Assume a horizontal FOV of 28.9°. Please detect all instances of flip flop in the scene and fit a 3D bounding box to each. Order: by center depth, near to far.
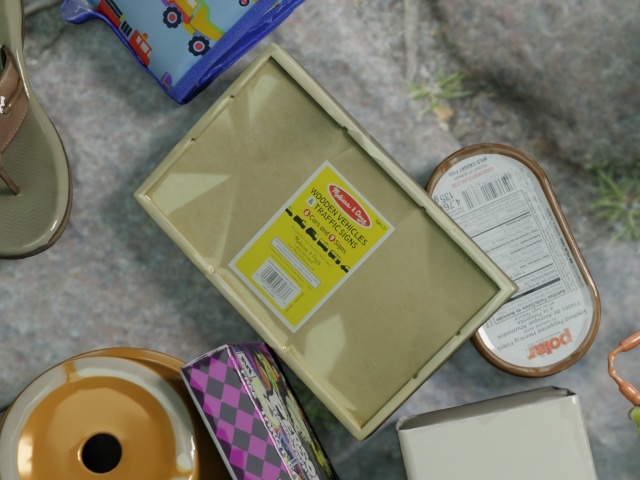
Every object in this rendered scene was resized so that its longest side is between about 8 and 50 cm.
[{"bbox_3d":[-0.272,-0.119,0.986,0.112,0.080,0.277,-11,85,5],"label":"flip flop"}]

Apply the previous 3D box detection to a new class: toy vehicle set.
[{"bbox_3d":[0.000,0.000,0.952,0.166,0.035,0.267,-45,79,10],"label":"toy vehicle set"}]

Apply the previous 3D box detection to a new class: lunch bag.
[{"bbox_3d":[-0.094,-0.266,0.965,0.293,0.138,0.221,-41,86,11],"label":"lunch bag"}]

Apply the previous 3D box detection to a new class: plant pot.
[{"bbox_3d":[-0.147,0.164,0.875,0.205,0.188,0.205,1,72,-3],"label":"plant pot"}]

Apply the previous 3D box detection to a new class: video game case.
[{"bbox_3d":[-0.013,0.181,0.874,0.042,0.210,0.232,-28,83,2],"label":"video game case"}]

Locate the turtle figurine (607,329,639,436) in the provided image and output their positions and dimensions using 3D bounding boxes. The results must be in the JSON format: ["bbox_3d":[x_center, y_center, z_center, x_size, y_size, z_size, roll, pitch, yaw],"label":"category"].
[{"bbox_3d":[0.347,0.138,0.856,0.270,0.087,0.217,-9,81,8],"label":"turtle figurine"}]

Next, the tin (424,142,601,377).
[{"bbox_3d":[0.145,0.015,0.958,0.106,0.040,0.189,-24,84,8],"label":"tin"}]

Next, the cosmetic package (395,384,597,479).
[{"bbox_3d":[0.146,0.262,0.882,0.129,0.153,0.296,-12,84,4],"label":"cosmetic package"}]

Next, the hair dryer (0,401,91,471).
[{"bbox_3d":[-0.216,0.291,0.953,0.223,0.080,0.293,-44,83,1],"label":"hair dryer"}]
